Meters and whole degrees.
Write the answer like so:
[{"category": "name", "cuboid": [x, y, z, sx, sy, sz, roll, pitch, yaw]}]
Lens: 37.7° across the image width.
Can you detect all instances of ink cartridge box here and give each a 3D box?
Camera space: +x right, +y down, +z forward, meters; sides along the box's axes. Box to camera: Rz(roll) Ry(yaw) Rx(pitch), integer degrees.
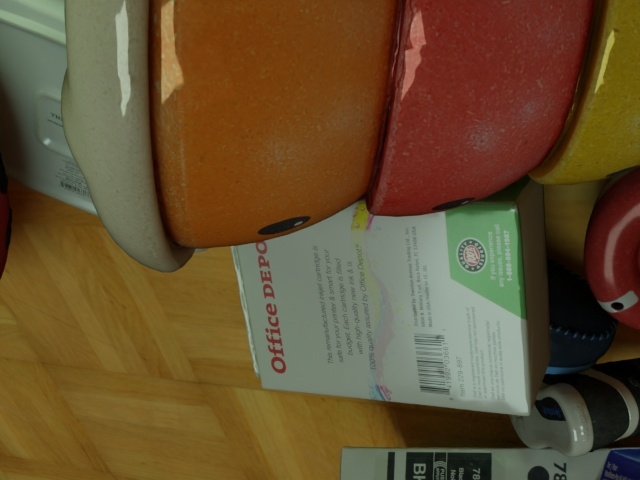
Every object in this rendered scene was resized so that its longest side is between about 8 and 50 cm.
[{"category": "ink cartridge box", "cuboid": [0.200, 0.246, 0.950, 0.332, 0.065, 0.165, -10, 158, 33]}, {"category": "ink cartridge box", "cuboid": [0.052, 0.031, 0.681, 0.212, 0.093, 0.154, 0, 111, 24]}]

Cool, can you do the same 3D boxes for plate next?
[{"category": "plate", "cuboid": [-0.225, -0.114, 0.882, 0.277, 0.045, 0.278, 22, 138, 6]}]

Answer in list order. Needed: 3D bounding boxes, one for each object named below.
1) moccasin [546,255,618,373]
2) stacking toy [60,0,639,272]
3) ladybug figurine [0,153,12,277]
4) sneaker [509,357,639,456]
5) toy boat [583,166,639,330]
[{"category": "moccasin", "cuboid": [0.092, -0.001, 0.762, 0.341, 0.138, 0.117, 23, 125, -1]}, {"category": "stacking toy", "cuboid": [0.120, -0.137, 0.540, 0.479, 0.351, 0.351, 6, 135, 1]}, {"category": "ladybug figurine", "cuboid": [-0.407, -0.064, 0.898, 0.305, 0.161, 0.449, 48, 148, 21]}, {"category": "sneaker", "cuboid": [0.243, 0.141, 0.835, 0.121, 0.217, 0.079, -11, 91, -4]}, {"category": "toy boat", "cuboid": [0.296, 0.011, 0.657, 0.231, 0.151, 0.151, -24, 117, 41]}]
